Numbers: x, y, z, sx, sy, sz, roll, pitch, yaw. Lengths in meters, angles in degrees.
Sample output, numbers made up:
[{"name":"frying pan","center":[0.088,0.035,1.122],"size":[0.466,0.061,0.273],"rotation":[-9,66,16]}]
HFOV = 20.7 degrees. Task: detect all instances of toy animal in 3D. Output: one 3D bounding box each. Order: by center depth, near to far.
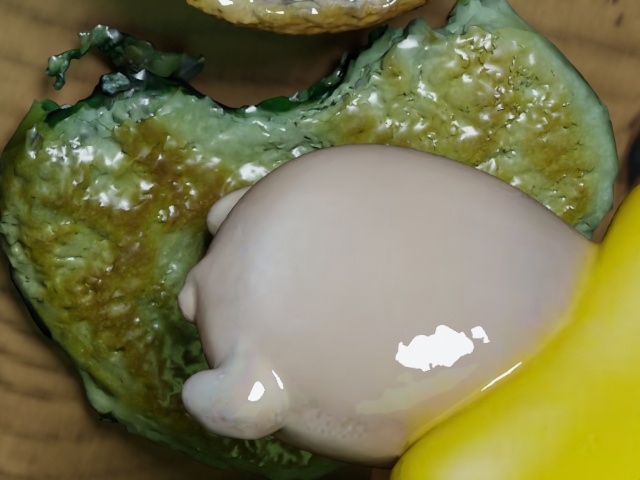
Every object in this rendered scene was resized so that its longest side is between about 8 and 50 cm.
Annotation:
[{"name":"toy animal","center":[0.092,0.114,0.934],"size":[0.345,0.277,0.246],"rotation":[7,145,6]}]

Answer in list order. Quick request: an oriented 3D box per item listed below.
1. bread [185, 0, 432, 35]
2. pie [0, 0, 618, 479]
[{"name":"bread","center":[-0.013,-0.243,0.918],"size":[0.274,0.149,0.274],"rotation":[-4,102,-21]},{"name":"pie","center":[0.000,0.000,1.049],"size":[0.371,0.078,0.296],"rotation":[-10,109,-7]}]
